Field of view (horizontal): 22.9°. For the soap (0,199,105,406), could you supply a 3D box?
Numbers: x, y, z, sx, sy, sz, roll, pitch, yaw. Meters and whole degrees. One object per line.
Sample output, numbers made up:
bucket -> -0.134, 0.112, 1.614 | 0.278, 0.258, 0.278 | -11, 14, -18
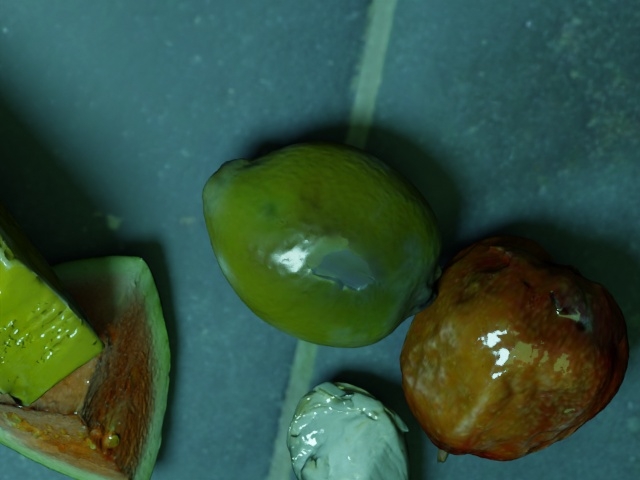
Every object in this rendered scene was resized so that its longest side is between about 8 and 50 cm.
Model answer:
soap -> -0.256, -0.005, 1.093 | 0.080, 0.160, 0.257 | -37, 92, -2

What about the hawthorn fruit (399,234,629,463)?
hawthorn fruit -> 0.149, 0.089, 1.225 | 0.179, 0.173, 0.173 | -39, 109, -11

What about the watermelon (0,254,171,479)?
watermelon -> -0.186, 0.115, 1.214 | 0.193, 0.137, 0.145 | -29, 142, 0

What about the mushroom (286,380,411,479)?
mushroom -> 0.045, 0.238, 1.288 | 0.099, 0.096, 0.278 | -18, 112, -4

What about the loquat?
loquat -> 0.000, 0.000, 1.187 | 0.195, 0.152, 0.152 | 26, 100, -8
